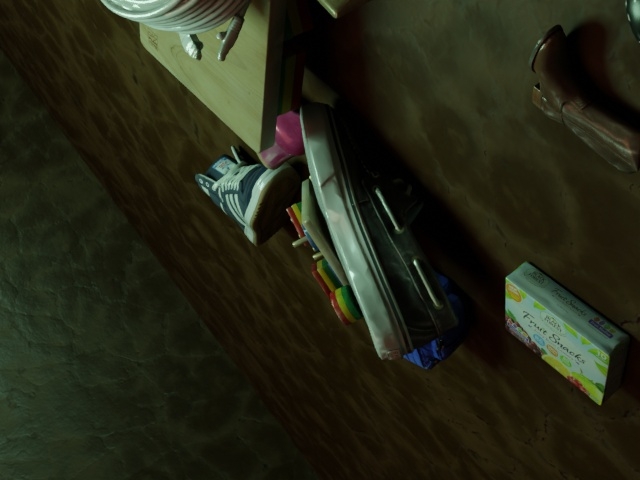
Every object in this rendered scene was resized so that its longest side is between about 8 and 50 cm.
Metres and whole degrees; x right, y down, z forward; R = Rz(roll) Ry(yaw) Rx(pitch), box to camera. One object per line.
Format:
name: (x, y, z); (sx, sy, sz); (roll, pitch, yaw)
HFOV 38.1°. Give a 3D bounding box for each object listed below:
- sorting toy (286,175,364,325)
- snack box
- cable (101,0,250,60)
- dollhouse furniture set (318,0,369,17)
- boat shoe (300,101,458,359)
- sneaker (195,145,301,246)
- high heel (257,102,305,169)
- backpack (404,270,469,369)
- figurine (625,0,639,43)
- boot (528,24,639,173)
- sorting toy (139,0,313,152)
sorting toy: (0.000, 0.000, 1.232); (0.132, 0.046, 0.274); (57, -166, -23)
snack box: (0.262, 0.099, 0.997); (0.141, 0.037, 0.100); (40, 156, 35)
cable: (-0.146, -0.339, 0.924); (0.257, 0.089, 0.257); (46, 120, 26)
dollhouse furniture set: (0.054, -0.302, 0.712); (0.259, 0.135, 0.262); (54, 165, 36)
boat shoe: (0.070, -0.024, 1.130); (0.121, 0.119, 0.335); (82, 168, -78)
sneaker: (-0.121, -0.095, 1.478); (0.153, 0.099, 0.282); (49, 164, 8)
high heel: (-0.084, -0.220, 1.243); (0.117, 0.082, 0.244); (-32, 81, 43)
backpack: (0.141, 0.114, 1.220); (0.101, 0.098, 0.120); (34, 152, 37)
figurine: (0.303, -0.090, 0.505); (0.215, 0.092, 0.209); (58, 157, -16)
boot: (0.219, -0.108, 0.736); (0.114, 0.037, 0.106); (48, 174, 27)
sorting toy: (-0.109, -0.282, 1.085); (0.257, 0.089, 0.255); (44, 147, 27)
